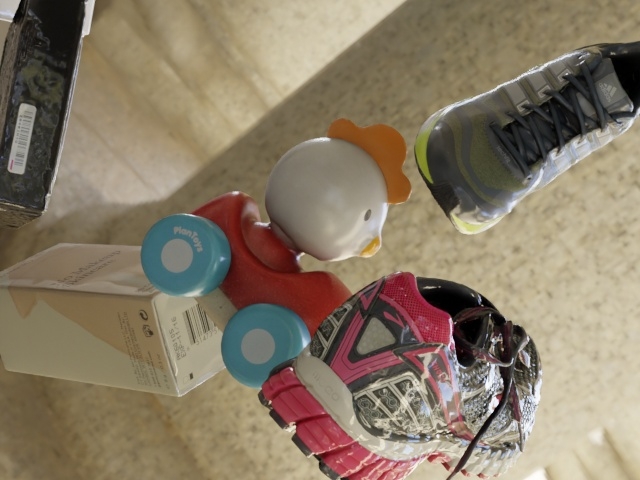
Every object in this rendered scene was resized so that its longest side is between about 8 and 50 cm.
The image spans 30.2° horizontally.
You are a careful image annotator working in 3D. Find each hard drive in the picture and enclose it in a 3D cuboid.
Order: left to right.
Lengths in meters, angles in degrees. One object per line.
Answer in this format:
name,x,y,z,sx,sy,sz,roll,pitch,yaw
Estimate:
hard drive,-0.318,-0.136,1.275,0.064,0.236,0.339,12,-7,-19

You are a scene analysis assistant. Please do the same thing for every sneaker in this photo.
sneaker,0.087,0.082,0.747,0.121,0.112,0.299,46,17,19
sneaker,0.192,-0.105,1.006,0.300,0.121,0.111,-37,95,-40

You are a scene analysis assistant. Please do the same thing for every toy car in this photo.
toy car,0.000,0.000,1.078,0.210,0.238,0.219,47,8,14

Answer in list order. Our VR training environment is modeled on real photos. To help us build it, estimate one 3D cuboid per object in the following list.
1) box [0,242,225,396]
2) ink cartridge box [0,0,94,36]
box,-0.241,0.085,1.390,0.148,0.311,0.121,-33,117,-47
ink cartridge box,-0.376,-0.417,1.496,0.117,0.283,0.207,15,7,30
